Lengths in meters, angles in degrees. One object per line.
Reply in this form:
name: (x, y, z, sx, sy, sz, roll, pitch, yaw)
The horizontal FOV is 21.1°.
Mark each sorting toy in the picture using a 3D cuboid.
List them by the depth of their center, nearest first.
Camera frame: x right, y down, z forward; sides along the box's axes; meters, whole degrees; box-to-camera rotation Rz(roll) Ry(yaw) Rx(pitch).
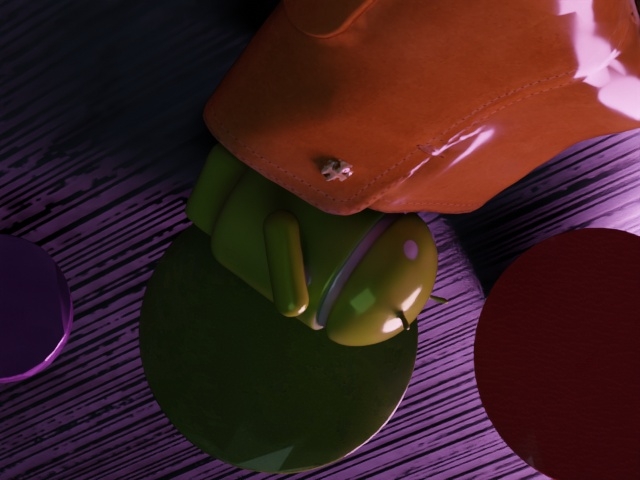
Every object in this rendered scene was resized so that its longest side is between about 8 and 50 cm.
sorting toy: (0.000, 0.050, 0.833, 0.366, 0.127, 0.126, 5, 173, -6)

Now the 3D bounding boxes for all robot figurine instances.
robot figurine: (0.000, 0.000, 0.736, 0.115, 0.101, 0.067, 35, 118, 14)

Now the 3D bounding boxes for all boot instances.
boot: (0.020, -0.098, 0.604, 0.295, 0.104, 0.211, 24, 136, -37)
